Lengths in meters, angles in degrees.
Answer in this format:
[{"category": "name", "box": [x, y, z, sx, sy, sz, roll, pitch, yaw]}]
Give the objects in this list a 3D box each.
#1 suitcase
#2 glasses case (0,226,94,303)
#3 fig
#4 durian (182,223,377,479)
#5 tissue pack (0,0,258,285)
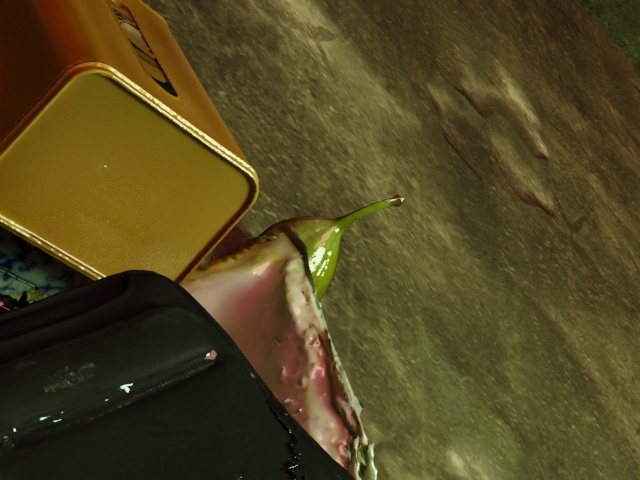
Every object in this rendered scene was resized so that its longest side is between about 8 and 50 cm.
[{"category": "suitcase", "box": [-0.150, 0.183, 0.894, 0.339, 0.188, 0.345, 47, 33, 17]}, {"category": "glasses case", "box": [-0.261, -0.018, 1.094, 0.248, 0.065, 0.087, 33, 23, -41]}, {"category": "fig", "box": [-0.007, 0.000, 1.411, 0.093, 0.166, 0.093, 39, -10, 8]}, {"category": "durian", "box": [-0.093, 0.129, 1.142, 0.196, 0.185, 0.305, 1, 66, -27]}, {"category": "tissue pack", "box": [-0.184, -0.105, 1.145, 0.194, 0.145, 0.274, 37, 14, -39]}]
